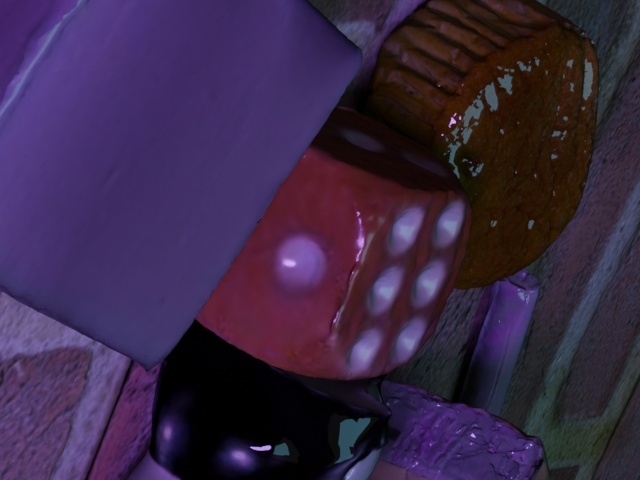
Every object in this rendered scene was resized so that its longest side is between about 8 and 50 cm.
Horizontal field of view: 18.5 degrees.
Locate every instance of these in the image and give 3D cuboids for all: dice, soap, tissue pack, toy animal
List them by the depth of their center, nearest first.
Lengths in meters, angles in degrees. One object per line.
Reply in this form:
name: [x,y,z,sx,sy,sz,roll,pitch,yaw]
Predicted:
soap: [-0.136,-0.083,1.308,0.285,0.107,0.296,-56,145,-3]
dice: [0.000,0.000,1.534,0.174,0.179,0.175,-2,121,-55]
toy animal: [-0.053,0.197,1.603,0.213,0.213,0.266,-5,117,-54]
tissue pack: [0.129,0.246,1.916,0.123,0.215,0.256,-58,152,-22]

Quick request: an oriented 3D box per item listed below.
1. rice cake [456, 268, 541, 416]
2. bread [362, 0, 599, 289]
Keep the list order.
rice cake: [0.174,0.145,2.042,0.055,0.049,0.269,-17,131,-48]
bread: [0.138,-0.090,1.692,0.227,0.142,0.253,-23,137,-35]
